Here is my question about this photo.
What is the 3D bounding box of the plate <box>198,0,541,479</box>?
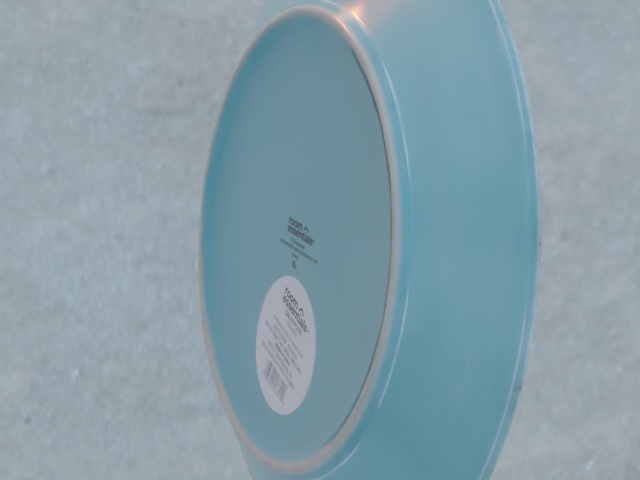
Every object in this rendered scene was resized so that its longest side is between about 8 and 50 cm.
[{"bbox_3d":[0.000,0.000,0.467,0.024,0.188,0.188,2,52,-27],"label":"plate"}]
